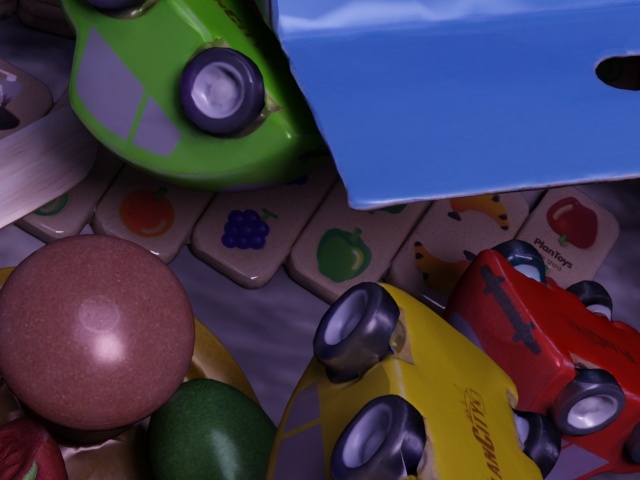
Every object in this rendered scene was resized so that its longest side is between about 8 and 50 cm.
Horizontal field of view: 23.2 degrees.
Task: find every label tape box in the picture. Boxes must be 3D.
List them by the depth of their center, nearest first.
[{"bbox_3d":[0.079,-0.160,0.469,0.240,0.106,0.334,-7,40,-15],"label":"label tape box"}]

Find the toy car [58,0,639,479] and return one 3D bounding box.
[{"bbox_3d":[0.000,0.000,0.411,0.225,0.053,0.239,49,19,9],"label":"toy car"}]

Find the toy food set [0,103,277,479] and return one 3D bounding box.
[{"bbox_3d":[-0.065,0.063,0.401,0.128,0.071,0.218,-24,77,-21],"label":"toy food set"}]

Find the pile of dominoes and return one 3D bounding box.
[{"bbox_3d":[-0.002,-0.075,0.521,0.251,0.040,0.196,13,60,-10],"label":"pile of dominoes"}]
